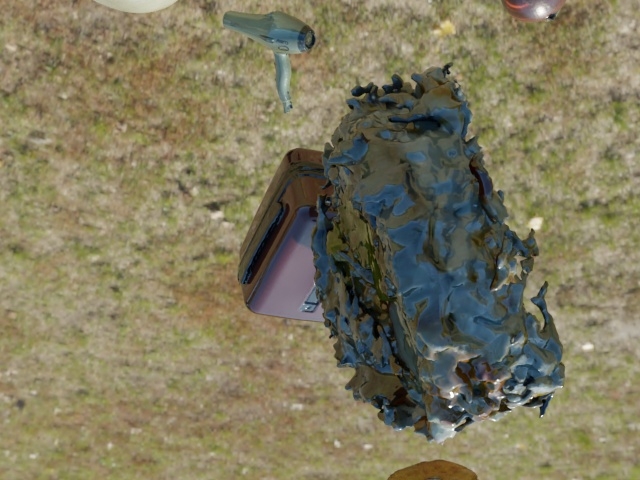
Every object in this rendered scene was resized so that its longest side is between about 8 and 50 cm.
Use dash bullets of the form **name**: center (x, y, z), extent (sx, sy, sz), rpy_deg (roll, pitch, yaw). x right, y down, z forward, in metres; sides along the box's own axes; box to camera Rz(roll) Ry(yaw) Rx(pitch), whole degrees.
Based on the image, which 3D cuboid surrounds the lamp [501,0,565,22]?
- **lamp**: center (0.460, -0.541, 1.682), extent (0.215, 0.151, 0.223), rpy_deg (20, -163, 29)

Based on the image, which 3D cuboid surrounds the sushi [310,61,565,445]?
- **sushi**: center (0.098, 0.020, 0.851), extent (0.176, 0.417, 0.417), rpy_deg (-13, 146, -11)

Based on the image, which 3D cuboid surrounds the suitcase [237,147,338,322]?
- **suitcase**: center (0.000, 0.000, 1.336), extent (0.236, 0.161, 0.297), rpy_deg (9, 136, -22)

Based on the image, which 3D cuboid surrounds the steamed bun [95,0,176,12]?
- **steamed bun**: center (-0.355, -0.608, 1.547), extent (0.206, 0.324, 0.324), rpy_deg (4, 147, 23)

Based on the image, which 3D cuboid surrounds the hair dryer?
- **hair dryer**: center (-0.124, -0.418, 1.729), extent (0.219, 0.088, 0.225), rpy_deg (37, 140, 14)

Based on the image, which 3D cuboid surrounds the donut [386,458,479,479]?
- **donut**: center (0.181, 0.413, 1.281), extent (0.152, 0.152, 0.058), rpy_deg (-2, 101, 6)
